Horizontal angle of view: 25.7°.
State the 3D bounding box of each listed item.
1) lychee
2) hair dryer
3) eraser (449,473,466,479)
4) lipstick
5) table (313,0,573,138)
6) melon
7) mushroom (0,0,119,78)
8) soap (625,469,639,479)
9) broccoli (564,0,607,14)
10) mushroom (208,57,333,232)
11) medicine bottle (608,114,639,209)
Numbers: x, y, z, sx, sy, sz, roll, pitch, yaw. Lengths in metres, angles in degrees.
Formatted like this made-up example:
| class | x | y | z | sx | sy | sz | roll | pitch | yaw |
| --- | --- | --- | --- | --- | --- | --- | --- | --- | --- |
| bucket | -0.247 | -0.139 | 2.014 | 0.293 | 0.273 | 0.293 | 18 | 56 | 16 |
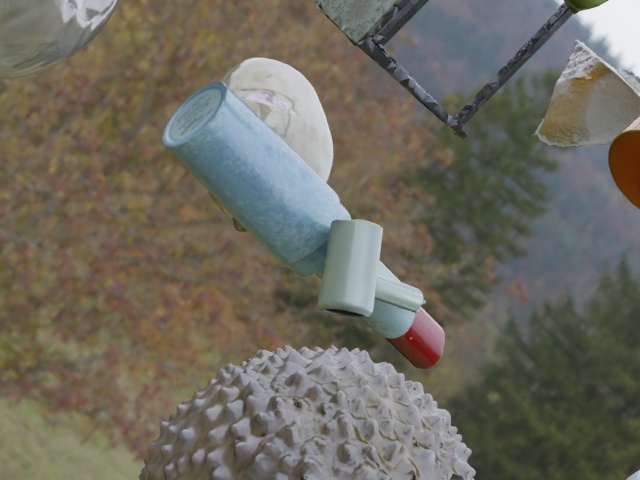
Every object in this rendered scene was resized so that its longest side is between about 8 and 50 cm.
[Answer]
| class | x | y | z | sx | sy | sz | roll | pitch | yaw |
| --- | --- | --- | --- | --- | --- | --- | --- | --- | --- |
| lychee | 0.000 | 0.293 | 1.479 | 0.380 | 0.380 | 0.432 | 41 | -18 | -8 |
| hair dryer | 0.045 | 0.028 | 0.974 | 0.038 | 0.063 | 0.124 | 2 | -11 | 35 |
| eraser | 0.058 | 0.291 | 0.929 | 0.174 | 0.227 | 0.081 | 54 | -24 | 4 |
| lipstick | 0.000 | 0.000 | 0.995 | 0.274 | 0.061 | 0.068 | 45 | 23 | -30 |
| table | 0.173 | -0.357 | 1.754 | 0.272 | 0.335 | 0.222 | 35 | 12 | -49 |
| melon | 0.291 | -0.163 | 1.575 | 0.093 | 0.139 | 0.202 | 45 | 10 | -28 |
| mushroom | -0.108 | -0.188 | 0.656 | 0.243 | 0.243 | 0.243 | 41 | 5 | -4 |
| soap | 0.252 | 0.337 | 1.110 | 0.208 | 0.115 | 0.347 | 36 | -32 | 11 |
| broccoli | 0.130 | -0.302 | 0.857 | 0.302 | 0.249 | 0.375 | 36 | 45 | -1 |
| mushroom | -0.084 | -0.130 | 1.952 | 0.184 | 0.255 | 0.255 | 11 | -5 | 18 |
| medicine bottle | 0.385 | -0.120 | 1.369 | 0.112 | 0.222 | 0.149 | 35 | -34 | 25 |
